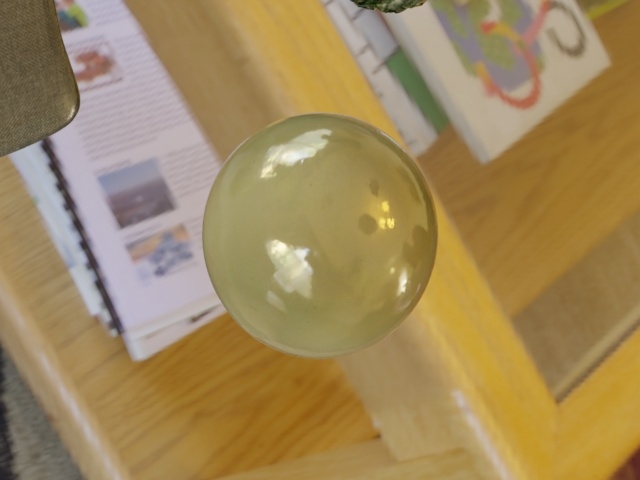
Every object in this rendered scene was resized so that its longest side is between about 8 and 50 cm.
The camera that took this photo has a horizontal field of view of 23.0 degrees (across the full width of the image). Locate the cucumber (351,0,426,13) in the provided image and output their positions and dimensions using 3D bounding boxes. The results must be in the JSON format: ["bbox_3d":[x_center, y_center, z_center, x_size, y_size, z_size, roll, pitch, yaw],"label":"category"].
[{"bbox_3d":[0.086,-0.203,0.718,0.096,0.359,0.096,6,68,-15],"label":"cucumber"}]

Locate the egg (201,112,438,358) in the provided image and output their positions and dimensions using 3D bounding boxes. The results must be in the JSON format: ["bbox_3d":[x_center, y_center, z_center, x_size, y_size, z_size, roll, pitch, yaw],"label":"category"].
[{"bbox_3d":[0.000,0.000,1.245,0.186,0.242,0.186,-1,67,3],"label":"egg"}]

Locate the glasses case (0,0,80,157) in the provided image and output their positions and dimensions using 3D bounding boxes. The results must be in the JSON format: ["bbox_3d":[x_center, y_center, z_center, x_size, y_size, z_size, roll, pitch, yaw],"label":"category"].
[{"bbox_3d":[-0.217,-0.191,0.806,0.131,0.074,0.323,-19,118,-21],"label":"glasses case"}]
